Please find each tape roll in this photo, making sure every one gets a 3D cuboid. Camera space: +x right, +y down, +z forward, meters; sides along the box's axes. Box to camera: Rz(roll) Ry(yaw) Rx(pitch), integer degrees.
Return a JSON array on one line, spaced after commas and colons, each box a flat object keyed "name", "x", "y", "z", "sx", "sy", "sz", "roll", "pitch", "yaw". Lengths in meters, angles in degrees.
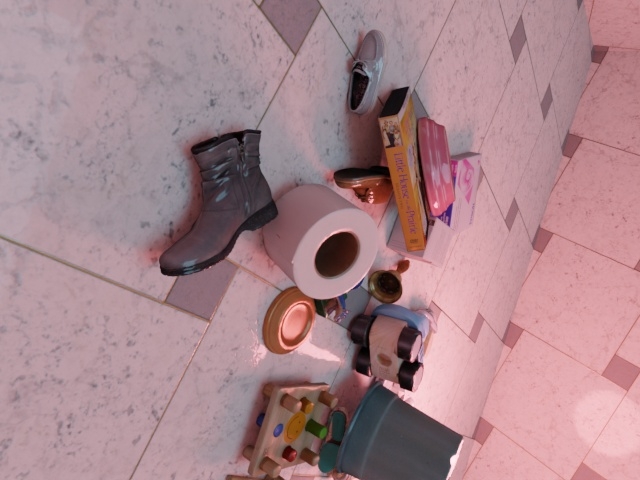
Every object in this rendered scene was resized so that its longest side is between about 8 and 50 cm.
[{"name": "tape roll", "x": 0.000, "y": 0.000, "z": 1.198, "sx": 0.246, "sy": 0.169, "sz": 0.246, "roll": -16, "pitch": 124, "yaw": -25}]

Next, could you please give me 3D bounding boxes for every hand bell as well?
[{"name": "hand bell", "x": 0.276, "y": 0.119, "z": 1.725, "sx": 0.242, "sy": 0.126, "sz": 0.126, "roll": -34, "pitch": 129, "yaw": -54}]

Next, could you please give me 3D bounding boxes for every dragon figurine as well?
[{"name": "dragon figurine", "x": 0.071, "y": 0.090, "z": 1.377, "sx": 0.144, "sy": 0.085, "sz": 0.289, "roll": 32, "pitch": 80, "yaw": -52}]

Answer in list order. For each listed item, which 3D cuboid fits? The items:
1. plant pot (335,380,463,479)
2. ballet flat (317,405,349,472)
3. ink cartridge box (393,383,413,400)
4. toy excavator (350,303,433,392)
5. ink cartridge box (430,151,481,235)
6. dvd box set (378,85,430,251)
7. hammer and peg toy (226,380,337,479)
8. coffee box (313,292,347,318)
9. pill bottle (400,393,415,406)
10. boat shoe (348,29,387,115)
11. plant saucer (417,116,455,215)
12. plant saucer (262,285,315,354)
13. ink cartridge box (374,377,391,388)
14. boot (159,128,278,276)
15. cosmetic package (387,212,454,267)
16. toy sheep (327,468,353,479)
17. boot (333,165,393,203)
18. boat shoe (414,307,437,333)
[{"name": "plant pot", "x": 0.279, "y": 0.701, "z": 1.617, "sx": 0.341, "sy": 0.334, "sz": 0.341, "roll": -44, "pitch": 144, "yaw": -44}, {"name": "ballet flat", "x": 0.053, "y": 0.683, "z": 1.661, "sx": 0.077, "sy": 0.091, "sz": 0.241, "roll": -13, "pitch": 120, "yaw": -77}, {"name": "ink cartridge box", "x": 0.362, "y": 0.567, "z": 2.019, "sx": 0.104, "sy": 0.060, "sz": 0.180, "roll": -5, "pitch": 107, "yaw": -51}, {"name": "toy excavator", "x": 0.324, "y": 0.366, "z": 1.798, "sx": 0.445, "sy": 0.222, "sz": 0.433, "roll": -44, "pitch": 136, "yaw": -45}, {"name": "ink cartridge box", "x": 0.552, "y": -0.181, "z": 1.969, "sx": 0.330, "sy": 0.071, "sz": 0.324, "roll": -23, "pitch": 121, "yaw": -47}, {"name": "dvd box set", "x": 0.268, "y": -0.222, "z": 1.462, "sx": 0.307, "sy": 0.062, "sz": 0.420, "roll": -63, "pitch": 142, "yaw": -56}, {"name": "hammer and peg toy", "x": -0.102, "y": 0.588, "z": 1.384, "sx": 0.266, "sy": 0.127, "sz": 0.361, "roll": 21, "pitch": 87, "yaw": -53}, {"name": "coffee box", "x": 0.020, "y": 0.130, "z": 1.435, "sx": 0.113, "sy": 0.040, "sz": 0.184, "roll": -41, "pitch": 132, "yaw": -35}, {"name": "pill bottle", "x": 0.322, "y": 0.719, "z": 1.999, "sx": 0.169, "sy": 0.094, "sz": 0.094, "roll": -31, "pitch": 126, "yaw": -42}, {"name": "boat shoe", "x": 0.123, "y": -0.457, "z": 1.309, "sx": 0.081, "sy": 0.079, "sz": 0.227, "roll": -14, "pitch": 118, "yaw": -53}, {"name": "plant saucer", "x": 0.394, "y": -0.251, "z": 1.609, "sx": 0.332, "sy": 0.084, "sz": 0.332, "roll": -9, "pitch": 90, "yaw": -73}, {"name": "plant saucer", "x": -0.079, "y": 0.229, "z": 1.352, "sx": 0.200, "sy": 0.037, "sz": 0.200, "roll": -23, "pitch": 120, "yaw": -46}, {"name": "ink cartridge box", "x": 0.241, "y": 0.587, "z": 1.906, "sx": 0.145, "sy": 0.045, "sz": 0.179, "roll": -60, "pitch": 158, "yaw": -17}, {"name": "boot", "x": -0.230, "y": -0.092, "z": 0.994, "sx": 0.338, "sy": 0.118, "sz": 0.222, "roll": -47, "pitch": 134, "yaw": -46}, {"name": "cosmetic package", "x": 0.362, "y": -0.006, "z": 1.725, "sx": 0.184, "sy": 0.151, "sz": 0.151, "roll": 23, "pitch": 86, "yaw": -52}, {"name": "toy sheep", "x": 0.081, "y": 0.849, "z": 1.755, "sx": 0.091, "sy": 0.091, "sz": 0.132, "roll": -64, "pitch": 148, "yaw": -12}, {"name": "boot", "x": 0.140, "y": -0.158, "z": 1.429, "sx": 0.305, "sy": 0.112, "sz": 0.115, "roll": -11, "pitch": 118, "yaw": -53}, {"name": "boat shoe", "x": 0.443, "y": 0.322, "z": 2.030, "sx": 0.226, "sy": 0.083, "sz": 0.075, "roll": 54, "pitch": 42, "yaw": -53}]
